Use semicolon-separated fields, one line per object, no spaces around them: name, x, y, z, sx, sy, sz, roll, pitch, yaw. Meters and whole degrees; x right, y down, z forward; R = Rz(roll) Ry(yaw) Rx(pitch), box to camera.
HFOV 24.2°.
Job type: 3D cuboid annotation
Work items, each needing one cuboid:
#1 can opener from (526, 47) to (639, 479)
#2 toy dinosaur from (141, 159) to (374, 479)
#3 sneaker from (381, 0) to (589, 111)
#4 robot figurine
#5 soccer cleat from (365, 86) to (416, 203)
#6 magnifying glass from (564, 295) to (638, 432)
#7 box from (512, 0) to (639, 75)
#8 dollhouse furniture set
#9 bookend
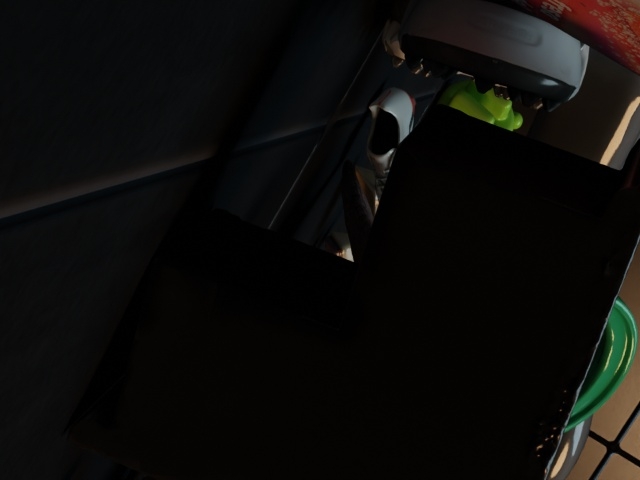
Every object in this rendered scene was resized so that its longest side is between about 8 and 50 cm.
can opener;0.116;0.015;0.727;0.074;0.093;0.280;-48;159;-49
toy dinosaur;-0.012;0.091;0.754;0.296;0.127;0.200;-63;169;-11
sneaker;0.073;-0.109;0.581;0.234;0.078;0.106;-76;-177;-83
robot figurine;0.120;-0.088;1.246;0.101;0.067;0.115;-44;169;-31
soccer cleat;0.038;-0.042;0.816;0.035;0.029;0.083;-32;126;-55
magnifying glass;0.039;0.053;0.642;0.231;0.026;0.092;0;124;-30
box;0.099;-0.133;0.320;0.154;0.142;0.300;-60;175;1
dollhouse furniture set;0.000;0.000;0.935;0.081;0.091;0.114;-16;131;-16
bookend;0.015;0.018;0.498;0.072;0.157;0.156;-47;155;-66
